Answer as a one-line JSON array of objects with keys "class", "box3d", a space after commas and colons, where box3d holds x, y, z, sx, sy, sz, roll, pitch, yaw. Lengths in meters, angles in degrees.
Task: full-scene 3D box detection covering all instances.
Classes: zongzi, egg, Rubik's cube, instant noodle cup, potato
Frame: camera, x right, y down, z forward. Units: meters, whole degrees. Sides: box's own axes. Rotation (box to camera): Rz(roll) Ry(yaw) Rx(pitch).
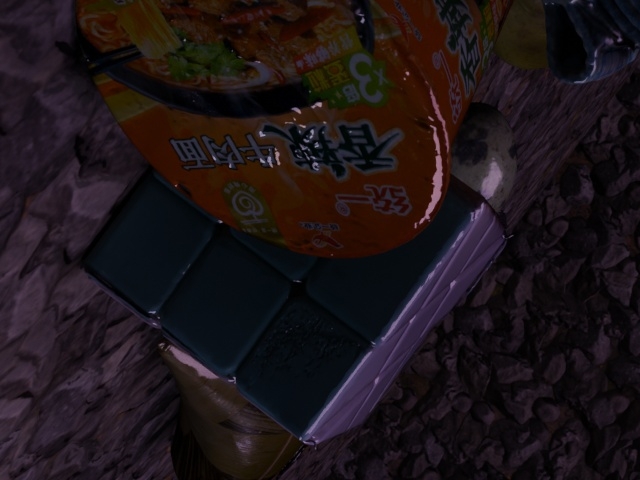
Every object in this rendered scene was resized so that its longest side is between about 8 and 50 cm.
[{"class": "zongzi", "box3d": [-0.129, 0.184, 1.286, 0.318, 0.154, 0.289, 3, 130, -50]}, {"class": "egg", "box3d": [0.177, -0.094, 1.508, 0.141, 0.141, 0.181, -40, 157, -43]}, {"class": "Rubik's cube", "box3d": [-0.007, 0.008, 0.964, 0.231, 0.225, 0.221, -53, 167, 3]}, {"class": "instant noodle cup", "box3d": [0.005, -0.132, 0.691, 0.182, 0.230, 0.230, -54, 170, -34]}, {"class": "potato", "box3d": [0.241, -0.272, 1.249, 0.169, 0.143, 0.248, -38, 164, -14]}]

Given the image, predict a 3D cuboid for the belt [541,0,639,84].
[{"class": "belt", "box3d": [0.090, -0.198, 0.601, 0.087, 0.302, 0.072, -40, 178, 35]}]
